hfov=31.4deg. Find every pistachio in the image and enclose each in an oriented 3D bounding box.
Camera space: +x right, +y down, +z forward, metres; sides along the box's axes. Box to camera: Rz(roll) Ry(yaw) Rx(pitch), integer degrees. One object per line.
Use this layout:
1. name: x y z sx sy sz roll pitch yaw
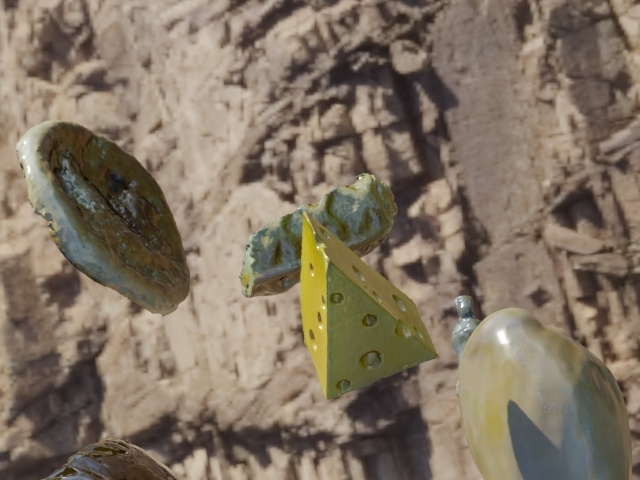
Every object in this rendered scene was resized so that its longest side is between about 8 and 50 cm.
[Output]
1. pistachio: 0.255 0.215 1.282 0.162 0.181 0.293 -32 -74 -82

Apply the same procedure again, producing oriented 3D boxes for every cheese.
1. cheese: 0.026 0.055 1.138 0.093 0.126 0.171 -110 -2 -54

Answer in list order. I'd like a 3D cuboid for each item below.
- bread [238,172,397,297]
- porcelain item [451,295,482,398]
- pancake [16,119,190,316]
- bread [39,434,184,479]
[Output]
1. bread: 0.000 0.000 1.478 0.088 0.232 0.128 50 158 30
2. porcelain item: 0.279 0.192 2.073 0.081 0.069 0.216 -11 55 12
3. pancake: -0.314 -0.041 1.696 0.065 0.356 0.356 -36 61 17
4. bread: -0.242 0.373 1.356 0.250 0.279 0.225 45 96 3
